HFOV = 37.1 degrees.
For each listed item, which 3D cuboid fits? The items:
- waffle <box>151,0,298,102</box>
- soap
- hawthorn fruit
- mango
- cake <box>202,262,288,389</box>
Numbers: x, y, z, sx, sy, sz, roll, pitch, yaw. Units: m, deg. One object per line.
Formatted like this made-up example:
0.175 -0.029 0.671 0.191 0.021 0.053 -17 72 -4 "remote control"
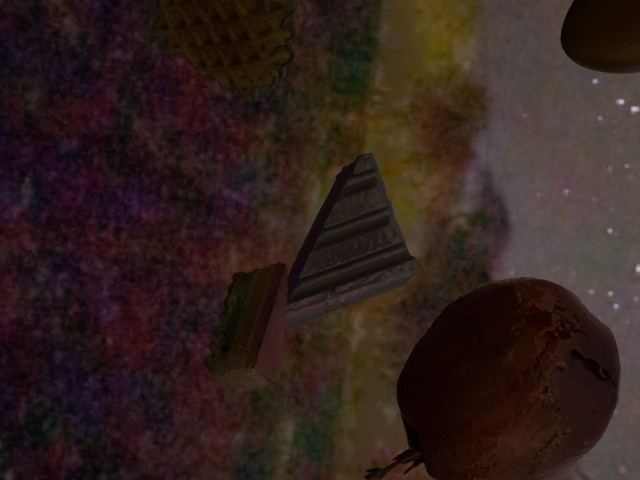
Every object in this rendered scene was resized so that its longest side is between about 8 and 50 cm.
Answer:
-0.150 -0.337 1.490 0.056 0.250 0.261 -56 177 -37 "waffle"
0.000 0.000 1.795 0.159 0.302 0.257 -145 -145 -81 "soap"
0.168 0.170 0.994 0.211 0.299 0.211 54 5 -7 "hawthorn fruit"
0.292 -0.215 0.714 0.138 0.253 0.113 39 32 -35 "mango"
-0.113 0.149 1.619 0.090 0.109 0.225 54 37 -40 "cake"
